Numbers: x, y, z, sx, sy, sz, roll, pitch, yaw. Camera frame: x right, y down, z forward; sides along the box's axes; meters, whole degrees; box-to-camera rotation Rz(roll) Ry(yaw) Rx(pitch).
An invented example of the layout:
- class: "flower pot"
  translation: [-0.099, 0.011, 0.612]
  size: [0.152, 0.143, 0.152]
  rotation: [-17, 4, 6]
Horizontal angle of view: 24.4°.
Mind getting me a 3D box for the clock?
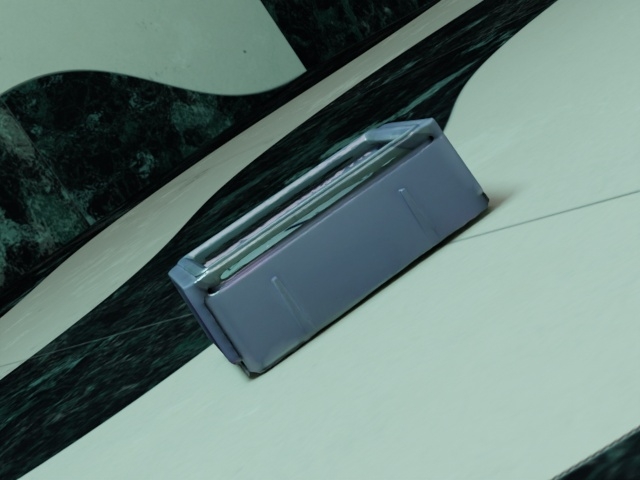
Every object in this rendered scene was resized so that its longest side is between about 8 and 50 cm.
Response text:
- class: "clock"
  translation: [0.001, 0.001, 0.972]
  size: [0.193, 0.073, 0.145]
  rotation: [-35, 8, -8]
